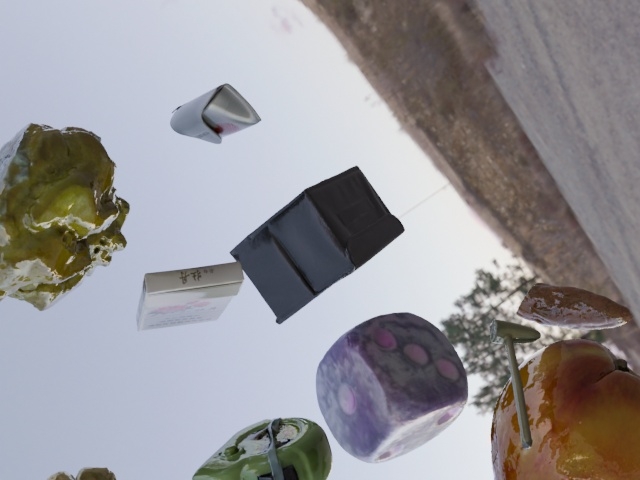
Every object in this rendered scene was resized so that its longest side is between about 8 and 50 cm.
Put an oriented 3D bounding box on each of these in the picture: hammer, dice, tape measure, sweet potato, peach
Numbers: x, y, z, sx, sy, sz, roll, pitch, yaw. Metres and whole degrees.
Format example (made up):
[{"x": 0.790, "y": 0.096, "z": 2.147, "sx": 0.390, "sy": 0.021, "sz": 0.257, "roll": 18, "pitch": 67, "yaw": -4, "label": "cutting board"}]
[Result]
[{"x": 0.227, "y": 0.158, "z": 0.808, "sx": 0.060, "sy": 0.028, "sz": 0.195, "roll": 10, "pitch": -147, "yaw": 0, "label": "hammer"}, {"x": 0.169, "y": 0.353, "z": 1.756, "sx": 0.271, "sy": 0.270, "sz": 0.270, "roll": -8, "pitch": -127, "yaw": -36, "label": "dice"}, {"x": -0.070, "y": 0.326, "z": 1.060, "sx": 0.200, "sy": 0.175, "sz": 0.106, "roll": -27, "pitch": -75, "yaw": -66, "label": "tape measure"}, {"x": 0.521, "y": 0.140, "z": 1.523, "sx": 0.251, "sy": 0.097, "sz": 0.097, "roll": 5, "pitch": 150, "yaw": 48, "label": "sweet potato"}, {"x": 0.338, "y": 0.274, "z": 0.954, "sx": 0.281, "sy": 0.281, "sz": 0.238, "roll": 40, "pitch": 178, "yaw": -43, "label": "peach"}]

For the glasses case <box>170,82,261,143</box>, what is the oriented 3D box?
[{"x": -0.243, "y": -0.265, "z": 1.625, "sx": 0.128, "sy": 0.083, "sz": 0.308, "roll": 32, "pitch": 166, "yaw": -23, "label": "glasses case"}]

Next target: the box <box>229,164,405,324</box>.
[{"x": 0.001, "y": 0.001, "z": 1.713, "sx": 0.204, "sy": 0.251, "sz": 0.345, "roll": 54, "pitch": -153, "yaw": 2, "label": "box"}]

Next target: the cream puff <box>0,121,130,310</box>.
[{"x": -0.485, "y": -0.030, "z": 1.314, "sx": 0.275, "sy": 0.378, "sz": 0.378, "roll": 36, "pitch": -157, "yaw": -27, "label": "cream puff"}]

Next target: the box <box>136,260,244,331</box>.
[{"x": -0.163, "y": 0.072, "z": 0.880, "sx": 0.198, "sy": 0.109, "sz": 0.029, "roll": 132, "pitch": 129, "yaw": -65, "label": "box"}]

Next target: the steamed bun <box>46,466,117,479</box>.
[{"x": -0.467, "y": 0.530, "z": 1.475, "sx": 0.178, "sy": 0.192, "sz": 0.106, "roll": 79, "pitch": -168, "yaw": -45, "label": "steamed bun"}]
